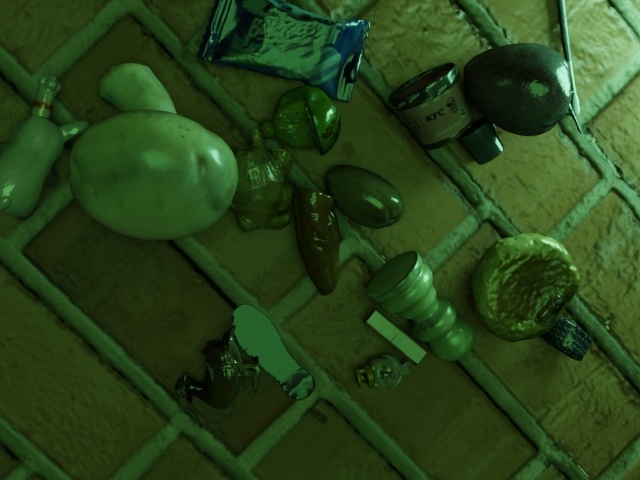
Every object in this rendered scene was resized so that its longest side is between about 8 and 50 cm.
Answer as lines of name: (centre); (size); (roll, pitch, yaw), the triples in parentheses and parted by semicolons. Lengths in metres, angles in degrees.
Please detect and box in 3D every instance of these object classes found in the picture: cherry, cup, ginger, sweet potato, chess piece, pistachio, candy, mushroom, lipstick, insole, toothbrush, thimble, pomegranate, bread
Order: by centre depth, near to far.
mushroom: (-0.340, -0.141, 1.505); (0.356, 0.315, 0.315); (40, 88, -1)
ginger: (-0.125, -0.121, 1.635); (0.157, 0.102, 0.216); (-6, 107, -15)
candy: (-0.069, -0.411, 1.635); (0.331, 0.077, 0.186); (15, 95, -13)
pomegranate: (-0.034, -0.251, 1.638); (0.143, 0.169, 0.122); (52, 55, -43)
cherry: (0.423, -0.317, 1.660); (0.266, 0.213, 0.183); (22, 118, 2)
sweet potato: (0.000, 0.000, 1.674); (0.097, 0.097, 0.251); (-14, 111, -8)
pistachio: (0.093, -0.094, 1.678); (0.186, 0.108, 0.126); (29, 65, -4)
chess piece: (0.230, 0.158, 1.712); (0.144, 0.144, 0.251); (-43, 105, -3)
insole: (-0.105, 0.244, 1.725); (0.086, 0.005, 0.253); (-38, 99, -3)
cup: (0.354, -0.221, 1.730); (0.077, 0.078, 0.100); (52, 55, -15)
lipstick: (0.163, 0.209, 1.731); (0.145, 0.045, 0.045); (39, 89, 3)
bread: (0.438, 0.097, 1.740); (0.245, 0.134, 0.244); (-2, 99, -10)
toothbrush: (0.544, -0.417, 1.764); (0.024, 0.026, 0.287); (-11, 96, -26)
thimble: (0.554, 0.219, 1.788); (0.104, 0.095, 0.066); (34, 87, 4)

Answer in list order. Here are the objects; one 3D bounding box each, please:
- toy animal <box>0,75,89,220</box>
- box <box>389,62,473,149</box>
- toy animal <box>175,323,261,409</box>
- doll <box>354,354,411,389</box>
toy animal: (-0.561, -0.170, 1.557); (0.141, 0.138, 0.282); (32, 66, -19)
box: (0.238, -0.275, 1.668); (0.151, 0.151, 0.135); (-31, 109, -6)
toy animal: (-0.217, 0.264, 1.674); (0.179, 0.089, 0.188); (1, 99, 3)
doll: (0.141, 0.286, 1.730); (0.127, 0.084, 0.073); (-12, 88, -6)
